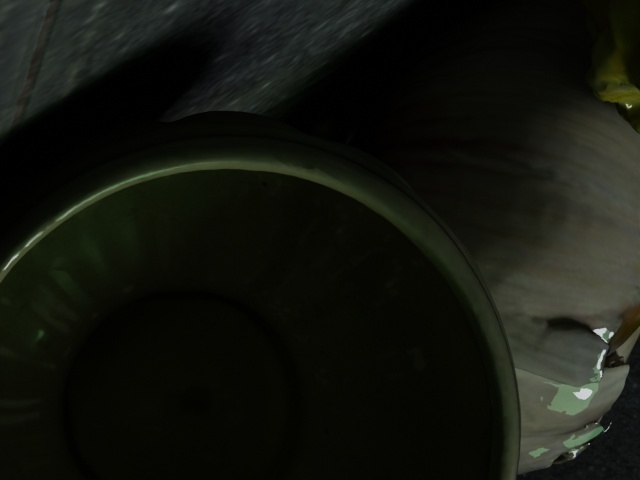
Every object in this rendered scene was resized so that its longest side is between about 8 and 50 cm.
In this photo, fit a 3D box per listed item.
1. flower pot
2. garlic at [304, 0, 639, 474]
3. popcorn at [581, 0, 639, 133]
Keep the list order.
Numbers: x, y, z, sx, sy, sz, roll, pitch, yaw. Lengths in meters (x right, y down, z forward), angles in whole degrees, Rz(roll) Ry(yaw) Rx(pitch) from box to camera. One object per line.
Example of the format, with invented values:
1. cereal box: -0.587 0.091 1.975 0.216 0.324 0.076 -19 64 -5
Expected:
1. flower pot: -0.061 0.091 0.941 0.307 0.307 0.244 -34 -172 -7
2. garlic: 0.114 -0.017 1.193 0.322 0.241 0.322 -44 -151 33
3. popcorn: 0.241 -0.146 1.024 0.286 0.174 0.225 -25 138 -49
